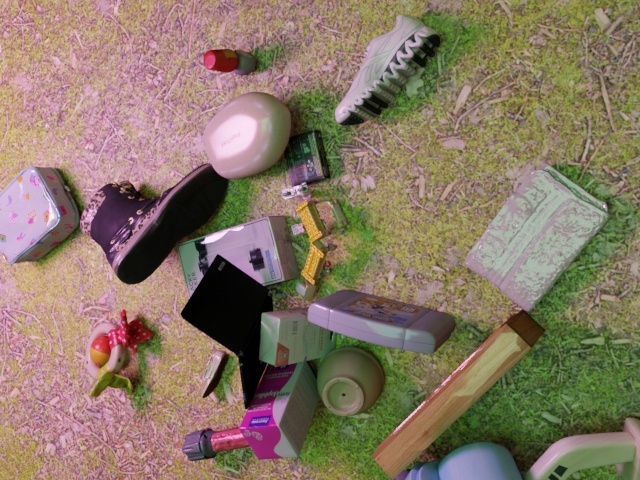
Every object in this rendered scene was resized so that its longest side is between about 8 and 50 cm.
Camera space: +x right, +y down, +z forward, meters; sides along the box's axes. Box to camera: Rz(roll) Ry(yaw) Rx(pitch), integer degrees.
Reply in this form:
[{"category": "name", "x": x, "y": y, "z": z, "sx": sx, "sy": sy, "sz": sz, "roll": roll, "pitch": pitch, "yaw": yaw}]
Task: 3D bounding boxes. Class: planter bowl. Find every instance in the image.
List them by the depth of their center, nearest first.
[{"category": "planter bowl", "x": 0.063, "y": 0.343, "z": 1.609, "sx": 0.162, "sy": 0.109, "sz": 0.162, "roll": 3, "pitch": 105, "yaw": 11}]

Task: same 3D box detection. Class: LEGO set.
[{"category": "LEGO set", "x": 0.000, "y": 0.000, "z": 1.659, "sx": 0.132, "sy": 0.107, "sz": 0.287, "roll": -1, "pitch": 102, "yaw": 47}]

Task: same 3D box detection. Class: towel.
[{"category": "towel", "x": 0.456, "y": -0.005, "z": 1.458, "sx": 0.187, "sy": 0.049, "sz": 0.282, "roll": 39, "pitch": 108, "yaw": 18}]

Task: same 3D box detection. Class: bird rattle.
[{"category": "bird rattle", "x": -0.594, "y": 0.309, "z": 1.928, "sx": 0.206, "sy": 0.143, "sz": 0.254, "roll": 15, "pitch": 97, "yaw": 40}]

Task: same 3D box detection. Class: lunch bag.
[{"category": "lunch bag", "x": -0.844, "y": -0.081, "z": 2.021, "sx": 0.279, "sy": 0.108, "sz": 0.224, "roll": -35, "pitch": 76, "yaw": 22}]

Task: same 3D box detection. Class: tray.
[{"category": "tray", "x": 0.294, "y": 0.322, "z": 1.470, "sx": 0.076, "sy": 0.202, "sz": 0.411, "roll": 45, "pitch": 110, "yaw": 16}]

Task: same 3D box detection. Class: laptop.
[{"category": "laptop", "x": -0.205, "y": 0.211, "z": 1.614, "sx": 0.136, "sy": 0.234, "sz": 0.265, "roll": 7, "pitch": 126, "yaw": 13}]

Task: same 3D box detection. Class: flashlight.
[{"category": "flashlight", "x": -0.213, "y": 0.509, "z": 1.766, "sx": 0.303, "sy": 0.103, "sz": 0.103, "roll": -16, "pitch": 122, "yaw": 20}]

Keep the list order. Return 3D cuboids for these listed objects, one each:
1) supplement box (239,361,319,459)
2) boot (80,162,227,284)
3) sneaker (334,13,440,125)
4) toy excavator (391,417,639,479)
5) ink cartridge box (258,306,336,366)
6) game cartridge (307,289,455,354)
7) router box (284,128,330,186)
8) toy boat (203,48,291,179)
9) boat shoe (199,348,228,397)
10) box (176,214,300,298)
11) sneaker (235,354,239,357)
[{"category": "supplement box", "x": -0.089, "y": 0.395, "z": 1.629, "sx": 0.111, "sy": 0.220, "sz": 0.114, "roll": -13, "pitch": 121, "yaw": 25}, {"category": "boot", "x": -0.446, "y": -0.090, "z": 1.802, "sx": 0.284, "sy": 0.138, "sz": 0.377, "roll": 32, "pitch": 79, "yaw": 41}, {"category": "sneaker", "x": 0.134, "y": -0.381, "z": 1.559, "sx": 0.292, "sy": 0.110, "sz": 0.118, "roll": -45, "pitch": 68, "yaw": 12}, {"category": "toy excavator", "x": 0.407, "y": 0.506, "z": 1.390, "sx": 0.432, "sy": 0.222, "sz": 0.445, "roll": 21, "pitch": 114, "yaw": -12}, {"category": "ink cartridge box", "x": -0.049, "y": 0.224, "z": 1.641, "sx": 0.067, "sy": 0.198, "sz": 0.115, "roll": 11, "pitch": 99, "yaw": 45}, {"category": "game cartridge", "x": 0.133, "y": 0.177, "z": 1.537, "sx": 0.297, "sy": 0.198, "sz": 0.062, "roll": 12, "pitch": 98, "yaw": 23}, {"category": "router box", "x": -0.035, "y": -0.199, "z": 1.677, "sx": 0.092, "sy": 0.038, "sz": 0.123, "roll": -13, "pitch": 88, "yaw": 26}, {"category": "toy boat", "x": -0.181, "y": -0.319, "z": 1.681, "sx": 0.267, "sy": 0.148, "sz": 0.319, "roll": -18, "pitch": 88, "yaw": 37}, {"category": "boat shoe", "x": -0.291, "y": 0.352, "z": 1.830, "sx": 0.045, "sy": 0.050, "sz": 0.135, "roll": 28, "pitch": 95, "yaw": 24}, {"category": "box", "x": -0.212, "y": 0.053, "z": 1.749, "sx": 0.289, "sy": 0.087, "sz": 0.169, "roll": -14, "pitch": 88, "yaw": 25}, {"category": "sneaker", "x": -0.204, "y": 0.217, "z": 1.736, "sx": 0.082, "sy": 0.069, "sz": 0.209, "roll": -23, "pitch": 124, "yaw": -6}]
